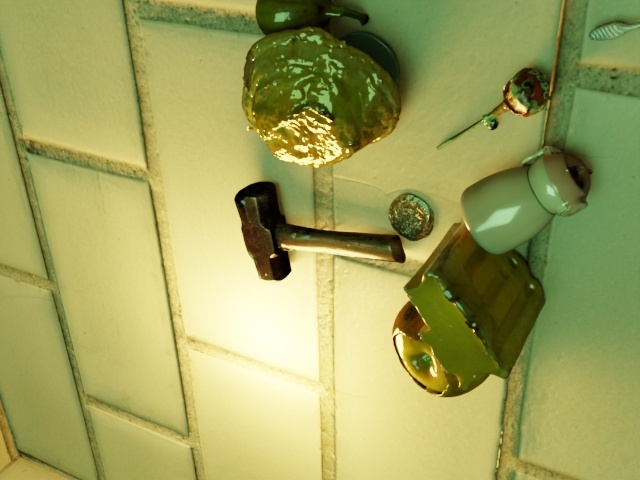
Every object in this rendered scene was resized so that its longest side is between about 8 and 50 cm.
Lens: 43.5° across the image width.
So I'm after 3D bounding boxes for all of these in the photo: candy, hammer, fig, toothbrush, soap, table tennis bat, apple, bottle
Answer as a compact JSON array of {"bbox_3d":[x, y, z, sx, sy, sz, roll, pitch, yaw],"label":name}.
[{"bbox_3d":[0.314,-0.229,1.513,0.078,0.084,0.287,49,141,-8],"label":"candy"},{"bbox_3d":[0.000,0.000,1.859,0.408,0.095,0.243,7,122,28],"label":"hammer"},{"bbox_3d":[-0.035,-0.439,1.551,0.186,0.142,0.148,23,164,37],"label":"fig"},{"bbox_3d":[0.607,-0.363,1.247,0.375,0.037,0.028,-6,116,35],"label":"toothbrush"},{"bbox_3d":[0.307,0.106,1.588,0.143,0.281,0.259,-26,102,44],"label":"soap"},{"bbox_3d":[0.051,-0.335,1.636,0.244,0.040,0.153,-13,115,37],"label":"table tennis bat"},{"bbox_3d":[0.268,0.225,1.743,0.236,0.207,0.237,18,126,26],"label":"apple"},{"bbox_3d":[0.395,-0.082,1.506,0.236,0.147,0.148,-30,100,34],"label":"bottle"}]

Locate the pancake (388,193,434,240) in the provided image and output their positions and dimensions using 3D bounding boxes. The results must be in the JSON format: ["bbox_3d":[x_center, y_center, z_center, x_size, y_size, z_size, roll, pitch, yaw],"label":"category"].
[{"bbox_3d":[0.197,-0.049,1.743,0.114,0.011,0.115,17,127,24],"label":"pancake"}]

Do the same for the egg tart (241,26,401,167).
[{"bbox_3d":[-0.015,-0.263,1.577,0.351,0.153,0.340,7,150,19],"label":"egg tart"}]
